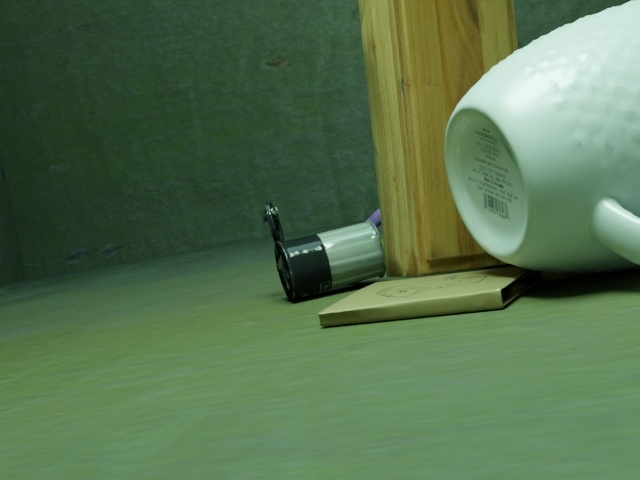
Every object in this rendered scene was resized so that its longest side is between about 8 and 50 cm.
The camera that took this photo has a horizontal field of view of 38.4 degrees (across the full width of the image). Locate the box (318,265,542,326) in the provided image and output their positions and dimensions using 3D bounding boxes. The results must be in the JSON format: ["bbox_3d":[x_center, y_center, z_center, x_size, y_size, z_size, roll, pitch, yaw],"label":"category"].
[{"bbox_3d":[0.121,0.058,0.990,0.201,0.021,0.164,-8,4,27],"label":"box"}]

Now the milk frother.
[{"bbox_3d":[0.000,0.000,1.268,0.134,0.143,0.129,-14,-3,-14],"label":"milk frother"}]

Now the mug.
[{"bbox_3d":[0.331,-0.081,0.930,0.328,0.276,0.374,-17,36,-16],"label":"mug"}]

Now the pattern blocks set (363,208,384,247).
[{"bbox_3d":[0.185,-0.050,1.564,0.285,0.026,0.325,-38,-16,27],"label":"pattern blocks set"}]

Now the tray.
[{"bbox_3d":[0.163,-0.169,1.159,0.202,0.411,0.076,-6,-1,-33],"label":"tray"}]
